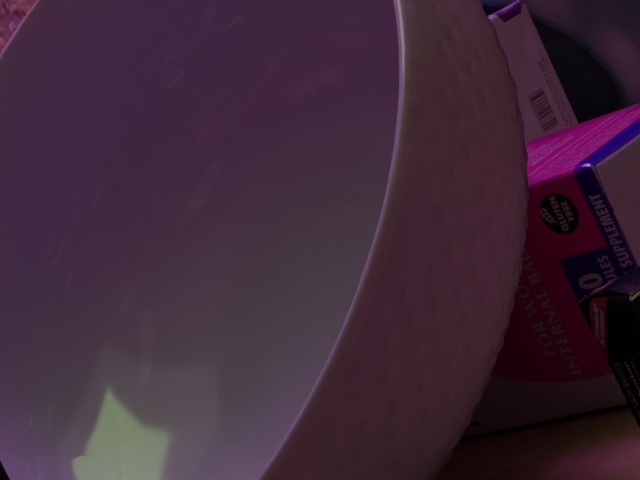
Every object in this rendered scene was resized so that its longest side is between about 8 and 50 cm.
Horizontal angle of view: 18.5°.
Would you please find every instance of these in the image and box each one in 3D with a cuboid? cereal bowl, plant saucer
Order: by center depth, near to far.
[{"bbox_3d":[-0.035,0.015,0.850,0.141,0.339,0.339,25,-30,-39],"label":"cereal bowl"},{"bbox_3d":[0.093,-0.110,1.387,0.317,0.317,0.044,-19,50,38],"label":"plant saucer"}]

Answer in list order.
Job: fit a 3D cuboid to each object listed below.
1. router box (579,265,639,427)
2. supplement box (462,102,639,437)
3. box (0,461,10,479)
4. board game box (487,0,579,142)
[{"bbox_3d":[0.140,0.048,0.545,0.092,0.122,0.038,-27,3,-15],"label":"router box"},{"bbox_3d":[0.092,0.020,0.936,0.220,0.111,0.114,-18,10,45],"label":"supplement box"},{"bbox_3d":[-0.188,0.107,0.618,0.143,0.270,0.165,-30,10,-34],"label":"box"},{"bbox_3d":[0.023,-0.032,1.303,0.275,0.144,0.142,-20,9,39],"label":"board game box"}]
